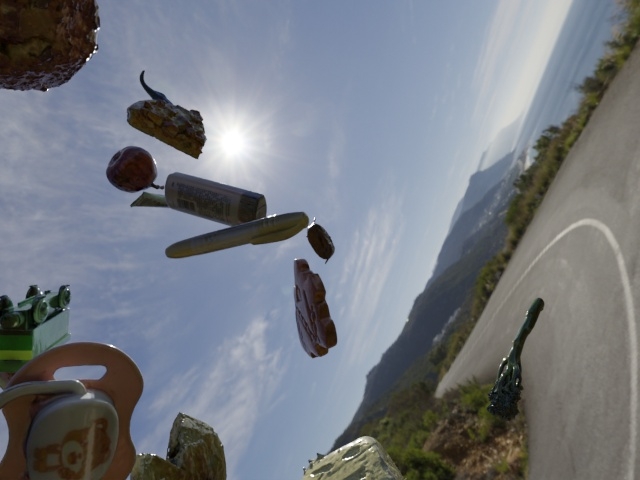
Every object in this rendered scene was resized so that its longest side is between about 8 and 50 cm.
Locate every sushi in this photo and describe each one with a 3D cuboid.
[{"bbox_3d":[0.000,0.000,1.107,0.052,0.120,0.055,-34,-4,8],"label":"sushi"}]

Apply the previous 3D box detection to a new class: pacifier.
[{"bbox_3d":[-0.476,0.355,0.800,0.273,0.220,0.333,31,-116,-87],"label":"pacifier"}]

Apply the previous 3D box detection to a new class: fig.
[{"bbox_3d":[-0.491,-0.175,1.095,0.128,0.128,0.150,-53,-21,-36],"label":"fig"}]

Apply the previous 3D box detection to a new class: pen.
[{"bbox_3d":[-0.124,-0.001,0.597,0.032,0.233,0.040,57,-155,-46],"label":"pen"}]

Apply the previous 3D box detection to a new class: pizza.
[{"bbox_3d":[-0.249,-0.204,0.737,0.046,0.134,0.175,-50,-1,24],"label":"pizza"}]

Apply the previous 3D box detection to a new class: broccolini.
[{"bbox_3d":[0.541,0.306,1.105,0.392,0.078,0.074,-44,-61,-33],"label":"broccolini"}]

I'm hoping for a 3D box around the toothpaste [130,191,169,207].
[{"bbox_3d":[-0.457,-0.112,1.180,0.056,0.036,0.205,-46,-6,10],"label":"toothpaste"}]

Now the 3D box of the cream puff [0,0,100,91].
[{"bbox_3d":[-0.386,-0.291,0.488,0.164,0.239,0.240,-115,34,-58],"label":"cream puff"}]

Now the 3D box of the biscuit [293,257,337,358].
[{"bbox_3d":[-0.032,0.213,1.140,0.043,0.284,0.306,-10,-44,-19],"label":"biscuit"}]

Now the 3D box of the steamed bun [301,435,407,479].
[{"bbox_3d":[0.075,0.539,0.826,0.232,0.166,0.273,-32,13,-6],"label":"steamed bun"}]

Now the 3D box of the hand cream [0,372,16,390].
[{"bbox_3d":[-0.904,0.455,1.295,0.341,0.077,0.124,62,-146,-18],"label":"hand cream"}]

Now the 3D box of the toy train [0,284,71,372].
[{"bbox_3d":[-0.813,0.237,1.190,0.301,0.120,0.203,-161,76,-78],"label":"toy train"}]

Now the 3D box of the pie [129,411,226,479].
[{"bbox_3d":[-0.314,0.585,0.975,0.337,0.075,0.338,-21,-90,-76],"label":"pie"}]

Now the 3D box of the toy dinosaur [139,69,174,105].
[{"bbox_3d":[-0.534,-0.486,1.481,0.075,0.188,0.248,-56,-43,-41],"label":"toy dinosaur"}]

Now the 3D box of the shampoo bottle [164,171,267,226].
[{"bbox_3d":[-0.226,-0.083,0.896,0.056,0.227,0.086,-47,-33,-56],"label":"shampoo bottle"}]
